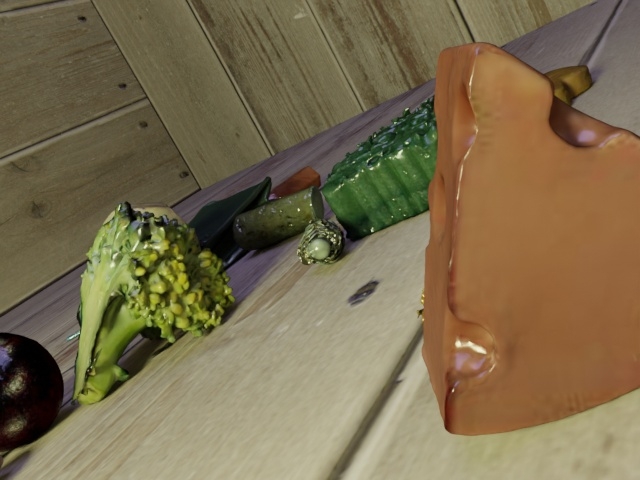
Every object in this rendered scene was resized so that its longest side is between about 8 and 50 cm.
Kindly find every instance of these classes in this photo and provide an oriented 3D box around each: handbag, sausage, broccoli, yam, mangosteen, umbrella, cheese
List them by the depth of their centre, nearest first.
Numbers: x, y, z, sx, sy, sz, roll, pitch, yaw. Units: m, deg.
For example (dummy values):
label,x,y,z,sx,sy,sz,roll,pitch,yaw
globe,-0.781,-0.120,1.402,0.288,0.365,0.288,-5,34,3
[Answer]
label,x,y,z,sx,sy,sz,roll,pitch,yaw
cheese,0.114,0.019,0.371,0.177,0.203,0.128,-58,8,13
mangosteen,-0.395,0.191,0.810,0.153,0.152,0.152,-27,12,6
umbrella,0.000,0.000,0.880,0.067,0.062,0.143,-32,8,7
broccoli,-0.224,0.094,0.893,0.181,0.272,0.242,16,-28,-32
yam,-0.070,-0.037,1.154,0.179,0.078,0.078,-21,14,28
handbag,-0.215,-0.013,1.330,0.248,0.079,0.260,-18,23,46
sausage,-0.068,-0.103,1.457,0.065,0.065,0.169,-15,19,46

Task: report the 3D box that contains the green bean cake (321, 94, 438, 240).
label,x,y,z,sx,sy,sz,roll,pitch,yaw
green bean cake,0.110,-0.110,0.934,0.208,0.107,0.193,-27,23,27

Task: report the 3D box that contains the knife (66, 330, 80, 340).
label,x,y,z,sx,sy,sz,roll,pitch,yaw
knife,-0.473,0.176,1.326,0.096,0.010,0.027,-31,12,-10

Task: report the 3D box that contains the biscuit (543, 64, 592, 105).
label,x,y,z,sx,sy,sz,roll,pitch,yaw
biscuit,0.284,-0.202,1.109,0.376,0.051,0.269,-31,11,-11

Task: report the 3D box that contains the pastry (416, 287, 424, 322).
label,x,y,z,sx,sy,sz,roll,pitch,yaw
pastry,0.135,0.022,0.503,0.080,0.056,0.140,-32,8,49

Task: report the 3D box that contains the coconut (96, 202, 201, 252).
label,x,y,z,sx,sy,sz,roll,pitch,yaw
coconut,-0.290,0.033,1.108,0.195,0.194,0.194,-27,12,6

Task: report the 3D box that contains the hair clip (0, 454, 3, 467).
label,x,y,z,sx,sy,sz,roll,pitch,yaw
hair clip,-0.483,0.293,0.730,0.301,0.069,0.173,-7,24,35
